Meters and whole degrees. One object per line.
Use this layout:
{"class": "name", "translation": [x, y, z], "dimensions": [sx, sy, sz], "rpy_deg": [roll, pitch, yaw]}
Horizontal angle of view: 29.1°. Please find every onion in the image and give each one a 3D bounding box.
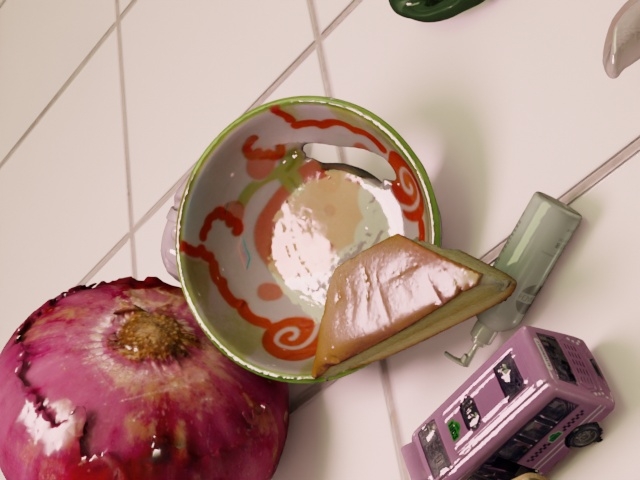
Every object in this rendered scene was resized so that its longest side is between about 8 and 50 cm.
{"class": "onion", "translation": [-0.226, 0.223, 1.483], "dimensions": [0.345, 0.358, 0.358], "rpy_deg": [-63, 35, 16]}

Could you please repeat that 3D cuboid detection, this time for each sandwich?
{"class": "sandwich", "translation": [0.084, 0.059, 1.251], "dimensions": [0.258, 0.094, 0.096], "rpy_deg": [-30, 62, 39]}

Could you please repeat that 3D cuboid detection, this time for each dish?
{"class": "dish", "translation": [0.000, 0.000, 1.434], "dimensions": [0.324, 0.124, 0.324], "rpy_deg": [-1, 87, 22]}

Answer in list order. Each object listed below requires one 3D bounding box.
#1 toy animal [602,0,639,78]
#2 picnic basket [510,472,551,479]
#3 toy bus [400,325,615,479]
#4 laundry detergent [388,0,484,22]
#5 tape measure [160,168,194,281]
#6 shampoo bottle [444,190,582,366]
{"class": "toy animal", "translation": [0.365, -0.297, 1.107], "dimensions": [0.208, 0.154, 0.325], "rpy_deg": [16, 108, 35]}
{"class": "picnic basket", "translation": [0.192, 0.272, 1.047], "dimensions": [0.115, 0.164, 0.079], "rpy_deg": [-37, 37, 38]}
{"class": "toy bus", "translation": [0.173, 0.176, 1.164], "dimensions": [0.199, 0.108, 0.096], "rpy_deg": [-49, 40, 28]}
{"class": "laundry detergent", "translation": [0.170, -0.324, 1.458], "dimensions": [0.211, 0.063, 0.137], "rpy_deg": [9, 75, 53]}
{"class": "tape measure", "translation": [-0.125, -0.026, 1.604], "dimensions": [0.120, 0.236, 0.197], "rpy_deg": [30, 119, 15]}
{"class": "shampoo bottle", "translation": [0.193, 0.046, 1.249], "dimensions": [0.195, 0.056, 0.056], "rpy_deg": [-62, 35, 14]}
